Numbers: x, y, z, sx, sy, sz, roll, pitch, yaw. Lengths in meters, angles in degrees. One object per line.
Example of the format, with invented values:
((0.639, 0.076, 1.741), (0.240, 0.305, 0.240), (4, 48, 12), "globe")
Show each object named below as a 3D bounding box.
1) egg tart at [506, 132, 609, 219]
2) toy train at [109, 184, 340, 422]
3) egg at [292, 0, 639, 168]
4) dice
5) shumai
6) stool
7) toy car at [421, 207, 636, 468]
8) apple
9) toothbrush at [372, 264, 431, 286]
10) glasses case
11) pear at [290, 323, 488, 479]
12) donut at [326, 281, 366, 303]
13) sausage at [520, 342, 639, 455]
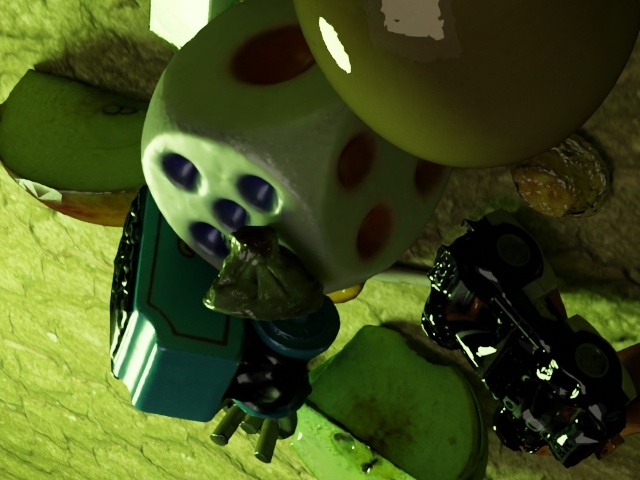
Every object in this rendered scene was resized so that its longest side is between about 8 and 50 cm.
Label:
((0.248, -0.067, 1.598), (0.130, 0.052, 0.130), (27, 145, 21), "egg tart")
((-0.116, 0.055, 1.789), (0.265, 0.300, 0.188), (11, 140, -12), "toy train")
((0.127, -0.225, 1.275), (0.301, 0.301, 0.374), (20, 158, 28), "egg")
((-0.017, -0.106, 1.622), (0.243, 0.259, 0.251), (20, 145, 31), "dice")
((-0.057, 0.029, 1.531), (0.099, 0.124, 0.087), (23, 112, 58), "shumai")
((-0.115, 0.226, 2.276), (0.228, 0.139, 0.153), (43, 147, -13), "stool")
((0.236, 0.120, 1.716), (0.301, 0.118, 0.193), (53, 144, 16), "toy car")
((-0.291, -0.113, 1.999), (0.346, 0.179, 0.254), (20, -179, 28), "apple")
((0.147, 0.053, 1.882), (0.307, 0.029, 0.025), (8, 142, 41), "toothbrush")
((-0.134, -0.312, 1.661), (0.095, 0.062, 0.272), (37, 149, 14), "glasses case")
((0.102, 0.277, 2.091), (0.286, 0.176, 0.282), (33, 151, 17), "pear")
((0.000, 0.000, 1.926), (0.178, 0.065, 0.162), (1, 122, 47), "donut")
((0.344, 0.188, 1.792), (0.102, 0.102, 0.330), (44, 148, -9), "sausage")
